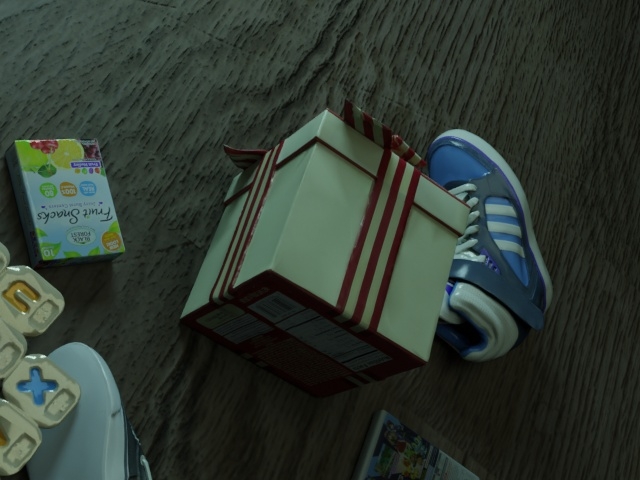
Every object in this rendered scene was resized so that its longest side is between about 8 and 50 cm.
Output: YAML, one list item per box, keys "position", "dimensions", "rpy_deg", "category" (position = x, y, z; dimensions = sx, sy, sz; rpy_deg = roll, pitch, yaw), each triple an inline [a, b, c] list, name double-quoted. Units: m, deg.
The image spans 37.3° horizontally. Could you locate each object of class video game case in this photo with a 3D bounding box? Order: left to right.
- position: [0.111, 0.347, 1.205]
  dimensions: [0.183, 0.023, 0.201]
  rpy_deg: [38, 53, -19]
  category: "video game case"

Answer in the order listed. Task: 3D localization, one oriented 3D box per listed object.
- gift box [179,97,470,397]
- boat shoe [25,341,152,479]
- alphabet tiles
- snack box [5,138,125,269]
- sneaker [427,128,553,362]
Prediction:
- position: [0.000, 0.000, 1.122]
  dimensions: [0.276, 0.255, 0.258]
  rpy_deg: [36, 54, -24]
  category: "gift box"
- position: [-0.214, 0.250, 0.951]
  dimensions: [0.102, 0.108, 0.301]
  rpy_deg: [42, 23, -61]
  category: "boat shoe"
- position: [-0.380, 0.118, 0.887]
  dimensions: [0.278, 0.021, 0.284]
  rpy_deg: [41, 62, -8]
  category: "alphabet tiles"
- position: [-0.285, -0.043, 1.062]
  dimensions: [0.100, 0.037, 0.141]
  rpy_deg: [-7, 75, -38]
  category: "snack box"
- position: [0.200, 0.014, 1.349]
  dimensions: [0.236, 0.130, 0.322]
  rpy_deg: [-29, 95, -46]
  category: "sneaker"
